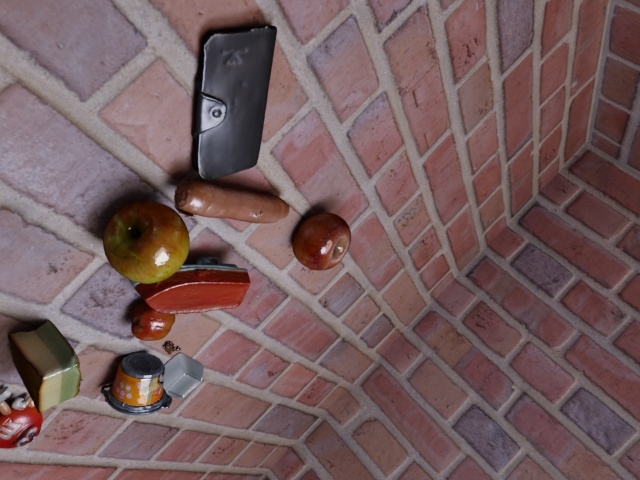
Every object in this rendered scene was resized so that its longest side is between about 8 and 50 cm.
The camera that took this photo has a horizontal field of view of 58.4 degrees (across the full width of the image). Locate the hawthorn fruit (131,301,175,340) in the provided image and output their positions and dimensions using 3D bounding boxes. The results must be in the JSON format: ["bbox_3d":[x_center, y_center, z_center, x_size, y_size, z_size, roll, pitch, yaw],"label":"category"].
[{"bbox_3d":[-0.469,0.224,1.591,0.128,0.128,0.128,-32,148,-24],"label":"hawthorn fruit"}]

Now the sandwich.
[{"bbox_3d":[-0.648,0.275,1.343,0.108,0.186,0.220,-22,159,-37],"label":"sandwich"}]

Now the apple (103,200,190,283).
[{"bbox_3d":[-0.399,0.007,1.333,0.196,0.196,0.196,-32,148,-24],"label":"apple"}]

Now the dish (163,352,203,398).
[{"bbox_3d":[-0.469,0.481,1.953,0.154,0.064,0.234,-44,152,-7],"label":"dish"}]

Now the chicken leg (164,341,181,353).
[{"bbox_3d":[-0.474,0.344,1.821,0.036,0.021,0.083,-51,153,-12],"label":"chicken leg"}]

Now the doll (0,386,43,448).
[{"bbox_3d":[-0.814,0.482,1.489,0.183,0.085,0.217,-40,141,-15],"label":"doll"}]

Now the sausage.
[{"bbox_3d":[-0.219,-0.095,1.517,0.094,0.094,0.419,-30,164,25],"label":"sausage"}]

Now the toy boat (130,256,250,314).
[{"bbox_3d":[-0.365,0.113,1.588,0.331,0.133,0.145,1,132,-40],"label":"toy boat"}]

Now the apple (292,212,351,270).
[{"bbox_3d":[0.000,0.000,1.885,0.201,0.162,0.201,-37,143,-34],"label":"apple"}]

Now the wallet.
[{"bbox_3d":[-0.203,-0.317,1.333,0.197,0.051,0.378,-21,140,-36],"label":"wallet"}]

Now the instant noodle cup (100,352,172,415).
[{"bbox_3d":[-0.536,0.413,1.700,0.208,0.177,0.126,9,108,-20],"label":"instant noodle cup"}]
